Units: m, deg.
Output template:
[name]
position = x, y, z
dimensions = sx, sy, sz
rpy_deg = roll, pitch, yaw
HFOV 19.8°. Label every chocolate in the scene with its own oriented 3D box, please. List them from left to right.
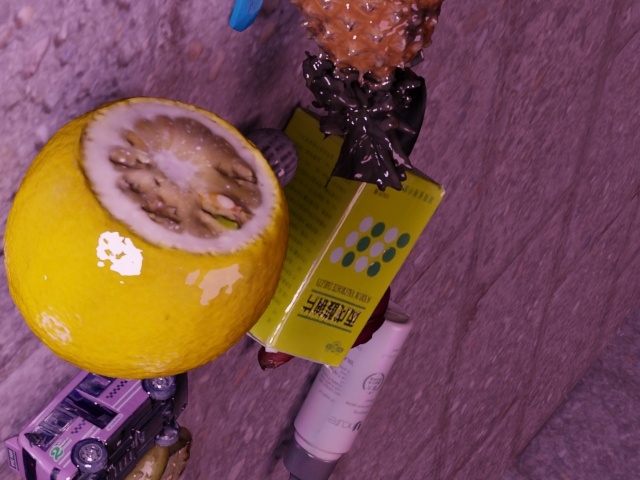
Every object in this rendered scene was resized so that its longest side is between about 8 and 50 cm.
[chocolate]
position = -0.084, -0.060, 1.873
dimensions = 0.167, 0.072, 0.072
rpy_deg = -41, 155, -43

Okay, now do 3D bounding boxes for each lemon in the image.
[lemon]
position = -0.156, 0.012, 1.579
dimensions = 0.240, 0.240, 0.219
rpy_deg = -34, 163, -48

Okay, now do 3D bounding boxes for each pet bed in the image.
[pet bed]
position = 0.059, -0.112, 2.157
dimensions = 0.201, 0.053, 0.201
rpy_deg = -47, 157, -27

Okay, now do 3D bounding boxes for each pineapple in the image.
[pineapple]
position = 0.045, -0.185, 1.793
dimensions = 0.169, 0.169, 0.340
rpy_deg = -40, 143, -40

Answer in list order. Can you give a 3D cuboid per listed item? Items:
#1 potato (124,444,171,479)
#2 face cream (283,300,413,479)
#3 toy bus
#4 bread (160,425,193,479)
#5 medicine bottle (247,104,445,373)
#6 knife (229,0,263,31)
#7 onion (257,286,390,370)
[potato]
position = -0.242, 0.272, 1.956
dimensions = 0.225, 0.090, 0.117
rpy_deg = -52, -161, -4
[face cream]
position = 0.024, 0.224, 2.530
dimensions = 0.092, 0.092, 0.311
rpy_deg = -13, 133, -63
[toy bus]
position = -0.222, 0.187, 1.866
dimensions = 0.199, 0.108, 0.096
rpy_deg = -46, 153, -35
[bread]
position = -0.223, 0.322, 2.112
dimensions = 0.128, 0.088, 0.232
rpy_deg = -37, 147, -64
[medicine bottle]
position = 0.000, 0.000, 2.007
dimensions = 0.137, 0.141, 0.250
rpy_deg = 19, 103, -53
[knife]
position = -0.036, -0.315, 1.670
dimensions = 0.044, 0.026, 0.296
rpy_deg = -28, 148, -49
[onion]
position = 0.001, 0.091, 2.207
dimensions = 0.173, 0.135, 0.198
rpy_deg = -13, 134, -59
